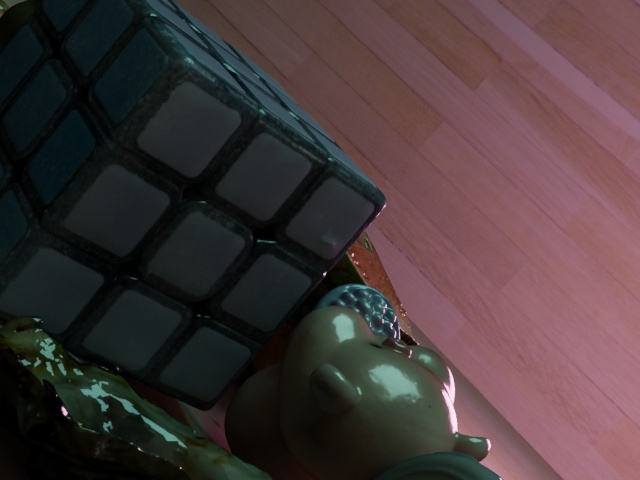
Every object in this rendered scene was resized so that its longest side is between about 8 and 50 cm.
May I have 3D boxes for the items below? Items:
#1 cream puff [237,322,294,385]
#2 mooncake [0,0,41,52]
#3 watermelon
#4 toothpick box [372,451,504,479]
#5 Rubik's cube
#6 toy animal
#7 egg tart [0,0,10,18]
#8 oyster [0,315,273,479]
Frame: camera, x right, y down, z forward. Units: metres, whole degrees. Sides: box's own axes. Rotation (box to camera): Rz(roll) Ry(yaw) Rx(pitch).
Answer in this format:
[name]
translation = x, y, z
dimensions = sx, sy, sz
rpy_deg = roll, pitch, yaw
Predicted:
[cream puff]
translation = 0.007, 0.142, 1.538
dimensions = 0.244, 0.196, 0.244
rpy_deg = 44, 5, -5
[mooncake]
translation = -0.275, -0.176, 1.481
dimensions = 0.161, 0.290, 0.290
rpy_deg = 45, 7, 34
[watermelon]
translation = -0.024, 0.014, 1.419
dimensions = 0.303, 0.128, 0.159
rpy_deg = 59, 14, 20
[toothpick box]
translation = 0.160, 0.352, 1.181
dimensions = 0.316, 0.229, 0.229
rpy_deg = 40, 8, -41
[Rubik's cube]
translation = -0.173, -0.063, 1.256
dimensions = 0.303, 0.305, 0.301
rpy_deg = 31, 12, -40
[toy animal]
translation = 0.015, 0.182, 1.266
dimensions = 0.210, 0.221, 0.229
rpy_deg = 25, 22, -31
[egg tart]
translation = -0.528, -0.315, 1.605
dimensions = 0.290, 0.107, 0.291
rpy_deg = 30, 6, -3
[oyster]
translation = -0.145, 0.169, 0.961
dimensions = 0.361, 0.096, 0.221
rpy_deg = 39, 3, -33
